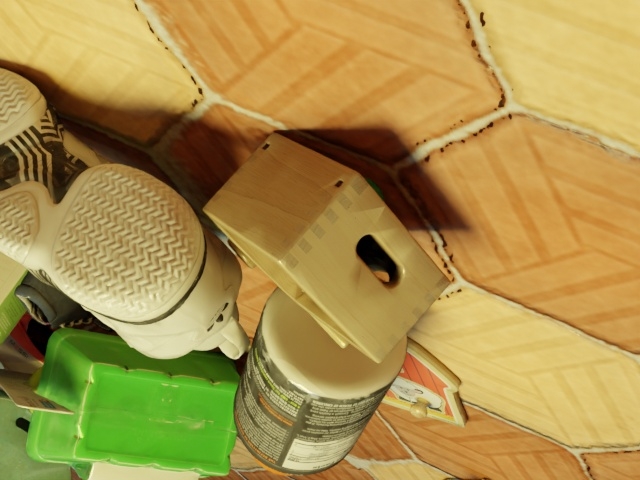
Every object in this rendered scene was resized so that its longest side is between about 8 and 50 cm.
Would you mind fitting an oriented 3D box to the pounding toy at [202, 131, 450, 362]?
[{"bbox_3d":[0.002,0.004,0.822,0.181,0.094,0.206,47,171,-34],"label":"pounding toy"}]

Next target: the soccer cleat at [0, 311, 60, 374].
[{"bbox_3d":[-0.461,0.115,1.512,0.318,0.108,0.116,37,126,0],"label":"soccer cleat"}]

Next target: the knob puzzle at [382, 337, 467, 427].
[{"bbox_3d":[0.049,0.128,1.069,0.213,0.030,0.213,24,154,12],"label":"knob puzzle"}]

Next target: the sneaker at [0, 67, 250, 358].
[{"bbox_3d":[-0.212,-0.013,0.924,0.366,0.137,0.210,31,168,31],"label":"sneaker"}]

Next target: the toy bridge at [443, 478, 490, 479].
[{"bbox_3d":[0.174,0.322,1.308,0.063,0.026,0.188,28,154,3],"label":"toy bridge"}]

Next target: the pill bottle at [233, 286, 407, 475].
[{"bbox_3d":[-0.011,0.139,0.987,0.130,0.130,0.245,27,145,4],"label":"pill bottle"}]

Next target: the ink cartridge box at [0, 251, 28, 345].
[{"bbox_3d":[-0.435,0.088,1.277,0.109,0.209,0.062,21,152,16],"label":"ink cartridge box"}]

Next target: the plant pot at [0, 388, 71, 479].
[{"bbox_3d":[-0.523,0.325,1.449,0.341,0.341,0.334,43,155,-28],"label":"plant pot"}]

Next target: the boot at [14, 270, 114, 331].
[{"bbox_3d":[-0.301,0.078,1.267,0.069,0.086,0.190,14,151,28],"label":"boot"}]

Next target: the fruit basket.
[{"bbox_3d":[-0.249,0.206,1.298,0.327,0.165,0.353,13,169,-28],"label":"fruit basket"}]
